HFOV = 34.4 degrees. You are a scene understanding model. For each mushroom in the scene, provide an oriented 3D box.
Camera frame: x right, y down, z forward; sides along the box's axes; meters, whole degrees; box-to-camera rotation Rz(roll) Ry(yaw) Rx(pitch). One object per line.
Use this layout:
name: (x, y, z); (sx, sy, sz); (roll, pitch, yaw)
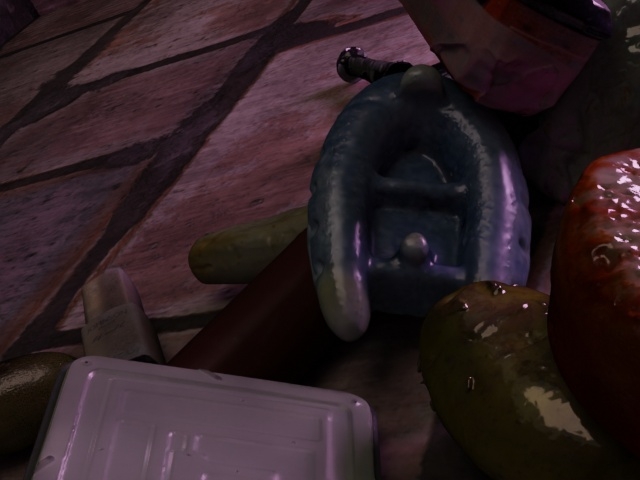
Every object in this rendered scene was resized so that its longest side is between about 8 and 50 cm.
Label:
mushroom: (0.002, -0.002, 1.151); (0.333, 0.087, 0.107); (-7, 23, 34)

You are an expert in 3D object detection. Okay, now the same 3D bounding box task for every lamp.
lamp: (-0.084, 0.193, 0.776); (0.269, 0.047, 0.266); (9, 30, -6)

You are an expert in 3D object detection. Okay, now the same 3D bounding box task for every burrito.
burrito: (0.284, -0.141, 1.022); (0.144, 0.089, 0.229); (32, 103, 33)

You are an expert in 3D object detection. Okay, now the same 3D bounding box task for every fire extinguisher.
fire extinguisher: (-0.090, 0.128, 0.995); (0.337, 0.106, 0.147); (-44, 7, -32)

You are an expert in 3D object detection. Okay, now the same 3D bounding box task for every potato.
potato: (0.165, 0.116, 0.769); (0.149, 0.113, 0.251); (-26, 39, -19)

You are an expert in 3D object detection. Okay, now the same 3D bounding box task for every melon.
melon: (-0.324, 0.174, 1.116); (0.162, 0.099, 0.099); (-24, 27, 2)

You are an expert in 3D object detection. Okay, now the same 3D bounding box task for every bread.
bread: (0.303, 0.038, 0.682); (0.295, 0.114, 0.327); (-7, 33, -6)

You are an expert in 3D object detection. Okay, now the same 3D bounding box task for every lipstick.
lipstick: (-0.224, 0.111, 1.159); (0.079, 0.077, 0.253); (-29, 27, -5)

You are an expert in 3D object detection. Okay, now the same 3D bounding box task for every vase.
vase: (0.082, -0.255, 1.566); (0.059, 0.059, 0.167); (-32, 27, -11)

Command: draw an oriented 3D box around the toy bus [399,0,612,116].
toy bus: (0.179, -0.242, 1.059); (0.147, 0.127, 0.302); (-58, 25, 26)

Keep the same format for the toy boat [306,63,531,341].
toy boat: (0.096, -0.046, 0.980); (0.215, 0.123, 0.330); (6, 49, 6)

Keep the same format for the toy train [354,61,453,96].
toy train: (0.174, -0.222, 1.442); (0.252, 0.048, 0.055); (-22, 21, -3)

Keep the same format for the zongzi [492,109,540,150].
zongzi: (0.362, -0.178, 1.102); (0.403, 0.208, 0.432); (22, 77, 39)
